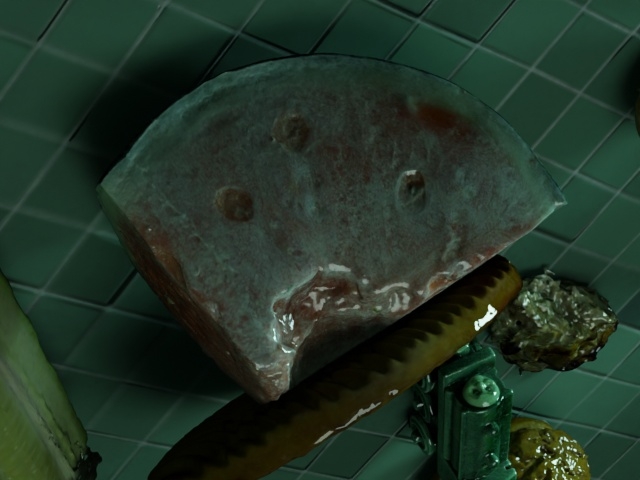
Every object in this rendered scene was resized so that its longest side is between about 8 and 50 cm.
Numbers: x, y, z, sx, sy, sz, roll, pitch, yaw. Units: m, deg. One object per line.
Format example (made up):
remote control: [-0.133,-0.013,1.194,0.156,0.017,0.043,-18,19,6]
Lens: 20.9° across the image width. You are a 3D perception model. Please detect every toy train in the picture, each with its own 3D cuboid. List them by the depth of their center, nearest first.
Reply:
toy train: [0.126,0.154,1.498,0.071,0.111,0.170,-22,141,-16]

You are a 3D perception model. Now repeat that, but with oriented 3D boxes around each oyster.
oyster: [0.204,0.078,1.515,0.105,0.056,0.177,-28,146,9]

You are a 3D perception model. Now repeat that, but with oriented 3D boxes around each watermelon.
watermelon: [0.000,0.000,1.186,0.318,0.226,0.148,2,166,-14]

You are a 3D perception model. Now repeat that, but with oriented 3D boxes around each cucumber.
cucumber: [-0.266,0.083,1.190,0.145,0.105,0.325,-4,142,11]

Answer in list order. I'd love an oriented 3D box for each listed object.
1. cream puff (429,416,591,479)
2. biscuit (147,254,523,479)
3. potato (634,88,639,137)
cream puff: [0.181,0.245,1.625,0.150,0.115,0.165,9,128,-33]
biscuit: [0.008,0.102,1.282,0.318,0.040,0.318,-33,-178,1]
potato: [0.330,-0.094,1.336,0.178,0.109,0.118,12,152,4]
